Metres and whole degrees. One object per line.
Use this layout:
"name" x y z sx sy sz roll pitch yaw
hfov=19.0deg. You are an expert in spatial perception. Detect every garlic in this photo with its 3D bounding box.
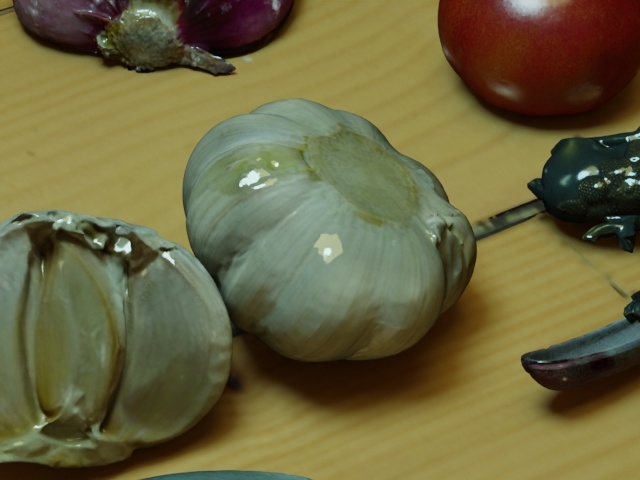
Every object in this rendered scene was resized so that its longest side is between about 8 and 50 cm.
"garlic" -0.001 -0.003 1.403 0.228 0.152 0.228 26 29 -16
"garlic" -0.178 0.058 1.342 0.229 0.178 0.143 7 11 -12

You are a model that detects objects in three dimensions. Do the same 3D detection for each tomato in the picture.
"tomato" 0.192 -0.196 1.637 0.195 0.136 0.195 -2 40 2

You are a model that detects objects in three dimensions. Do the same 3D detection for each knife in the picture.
"knife" 0.263 0.050 1.401 0.278 0.053 0.123 -28 19 -29

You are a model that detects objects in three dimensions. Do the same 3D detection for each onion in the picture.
"onion" -0.148 -0.317 1.781 0.267 0.159 0.348 3 41 2

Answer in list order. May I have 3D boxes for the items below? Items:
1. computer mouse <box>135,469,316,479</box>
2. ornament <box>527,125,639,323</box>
"computer mouse" -0.021 0.242 1.149 0.374 0.114 0.203 20 44 22
"ornament" 0.229 -0.015 1.407 0.202 0.080 0.236 -1 25 22
